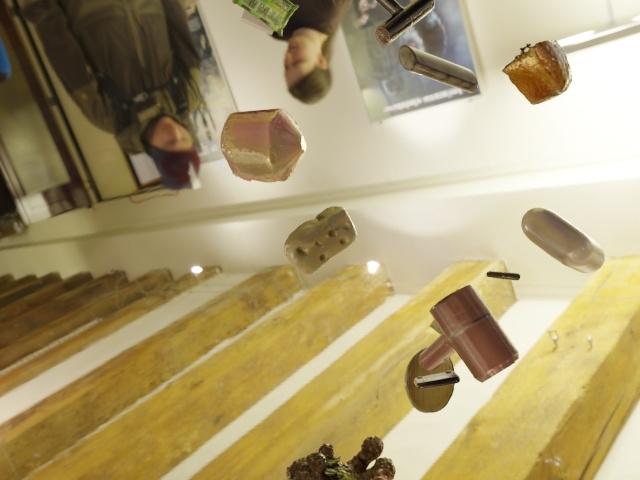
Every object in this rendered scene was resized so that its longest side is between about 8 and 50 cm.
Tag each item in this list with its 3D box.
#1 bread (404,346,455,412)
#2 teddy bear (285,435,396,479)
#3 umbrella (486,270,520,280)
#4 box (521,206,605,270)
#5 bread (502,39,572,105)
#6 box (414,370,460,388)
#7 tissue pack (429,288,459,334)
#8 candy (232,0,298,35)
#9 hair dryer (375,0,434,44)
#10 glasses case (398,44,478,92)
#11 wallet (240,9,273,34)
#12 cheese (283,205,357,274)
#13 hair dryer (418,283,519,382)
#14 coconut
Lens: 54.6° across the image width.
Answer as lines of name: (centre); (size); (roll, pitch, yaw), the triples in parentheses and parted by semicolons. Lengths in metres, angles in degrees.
bread: (0.421, 0.539, 2.402); (0.267, 0.266, 0.040); (-28, -167, -33)
teddy bear: (0.053, 0.711, 1.954); (0.296, 0.222, 0.246); (-42, -157, 2)
umbrella: (0.719, 0.139, 2.438); (0.133, 0.036, 0.031); (5, -119, 29)
box: (0.930, 0.002, 2.376); (0.349, 0.288, 0.141); (16, 115, -52)
bread: (0.554, -0.410, 1.539); (0.129, 0.134, 0.260); (-34, 172, 32)
box: (0.338, 0.405, 1.803); (0.126, 0.026, 0.125); (-10, 173, 2)
tissue pack: (0.492, 0.276, 2.297); (0.176, 0.095, 0.062); (-54, 168, -2)
candy: (-0.154, -0.655, 1.712); (0.102, 0.178, 0.032); (-55, 179, 25)
hair dryer: (0.148, -0.562, 1.402); (0.173, 0.194, 0.050); (-42, -172, -27)
glasses case: (0.395, -0.572, 2.073); (0.299, 0.114, 0.060); (7, 134, -36)
wallet: (-0.218, -0.787, 2.216); (0.122, 0.061, 0.025); (22, -179, -15)
cheese: (0.001, 0.001, 2.114); (0.263, 0.159, 0.093); (-34, -153, -16)
hair dryer: (0.346, 0.278, 1.584); (0.125, 0.210, 0.352); (-23, 159, -25)
coconut: (-0.164, -0.290, 1.919); (0.245, 0.233, 0.233); (5, -158, 18)
